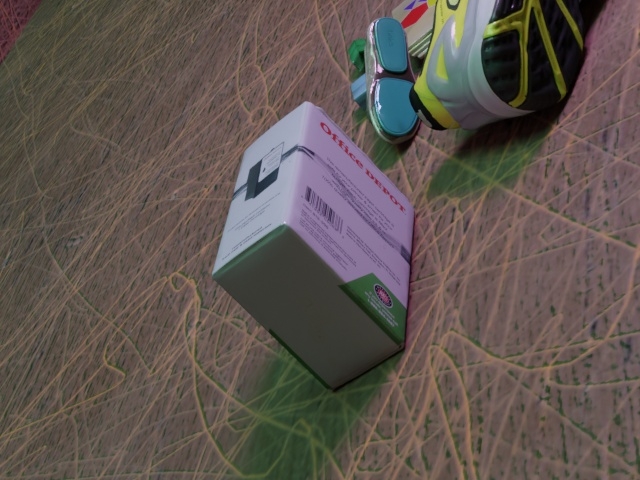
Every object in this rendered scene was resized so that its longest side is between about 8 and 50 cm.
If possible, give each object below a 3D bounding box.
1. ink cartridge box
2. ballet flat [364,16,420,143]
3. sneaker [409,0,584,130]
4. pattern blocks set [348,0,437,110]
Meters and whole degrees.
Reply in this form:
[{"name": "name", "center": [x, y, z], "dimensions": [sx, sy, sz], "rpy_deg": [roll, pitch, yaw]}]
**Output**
[{"name": "ink cartridge box", "center": [0.000, 0.000, 1.365], "dimensions": [0.087, 0.153, 0.208], "rpy_deg": [-35, 23, 25]}, {"name": "ballet flat", "center": [0.071, -0.154, 1.637], "dimensions": [0.052, 0.057, 0.168], "rpy_deg": [114, 161, -52]}, {"name": "sneaker", "center": [0.182, -0.257, 1.523], "dimensions": [0.147, 0.145, 0.385], "rpy_deg": [-21, 30, 44]}, {"name": "pattern blocks set", "center": [0.160, -0.275, 1.745], "dimensions": [0.325, 0.026, 0.285], "rpy_deg": [-35, 24, 23]}]
